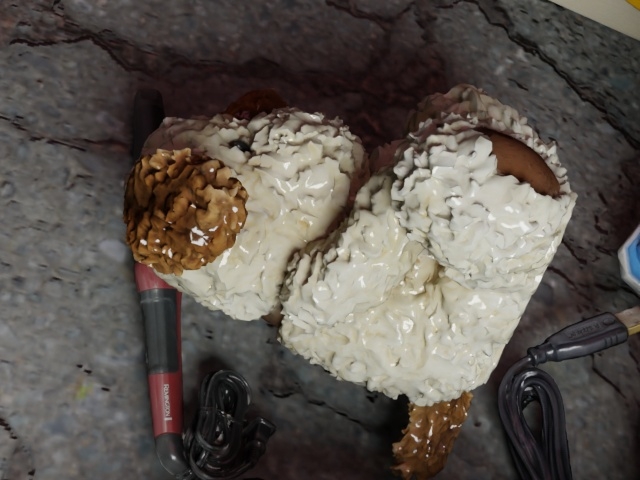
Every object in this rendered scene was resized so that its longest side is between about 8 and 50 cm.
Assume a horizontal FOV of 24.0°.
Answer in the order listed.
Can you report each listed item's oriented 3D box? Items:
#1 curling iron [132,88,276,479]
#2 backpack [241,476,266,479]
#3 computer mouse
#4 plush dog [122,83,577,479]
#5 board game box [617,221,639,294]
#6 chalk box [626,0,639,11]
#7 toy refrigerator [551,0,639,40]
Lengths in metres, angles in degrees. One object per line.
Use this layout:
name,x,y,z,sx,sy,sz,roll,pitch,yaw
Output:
curling iron,-0.084,0.023,0.881,0.068,0.035,0.274,13,48,-38
backpack,0.074,0.281,0.662,0.355,0.273,0.290,39,41,-9
computer mouse,0.234,0.120,0.898,0.262,0.060,0.184,-17,68,-4
plush dog,0.000,0.000,0.834,0.225,0.210,0.262,22,13,2
board game box,0.457,-0.002,0.997,0.390,0.050,0.390,41,71,3
chalk box,0.308,-0.280,0.999,0.179,0.180,0.289,37,53,5
toy refrigerator,0.283,-0.200,1.111,0.270,0.102,0.094,22,54,-5
